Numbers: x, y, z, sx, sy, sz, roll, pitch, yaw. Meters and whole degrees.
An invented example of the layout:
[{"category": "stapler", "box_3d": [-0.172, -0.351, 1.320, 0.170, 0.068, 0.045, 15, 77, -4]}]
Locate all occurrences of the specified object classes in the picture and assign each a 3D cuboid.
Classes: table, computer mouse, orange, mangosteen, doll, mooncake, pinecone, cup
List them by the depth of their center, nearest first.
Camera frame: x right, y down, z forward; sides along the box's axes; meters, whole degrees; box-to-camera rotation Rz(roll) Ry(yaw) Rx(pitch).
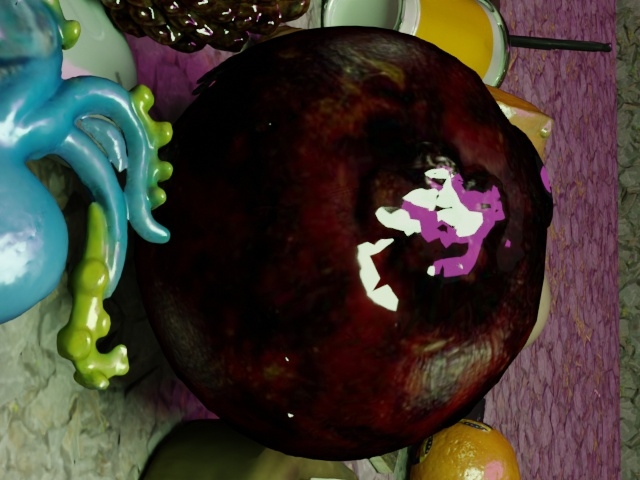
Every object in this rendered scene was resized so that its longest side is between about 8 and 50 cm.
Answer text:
[{"category": "doll", "box_3d": [-0.265, -0.072, 0.799, 0.346, 0.099, 0.341, 11, 69, -37]}, {"category": "computer mouse", "box_3d": [-0.217, -0.169, 0.974, 0.128, 0.079, 0.231, -47, 124, -60]}, {"category": "pinecone", "box_3d": [-0.105, -0.303, 1.019, 0.292, 0.246, 0.246, -104, 174, -60]}, {"category": "mangosteen", "box_3d": [0.021, -0.009, 1.034, 0.421, 0.381, 0.381, -106, -174, -78]}, {"category": "mooncake", "box_3d": [-0.058, 0.319, 1.127, 0.284, 0.155, 0.284, -4, 90, -66]}, {"category": "cup", "box_3d": [0.132, -0.279, 1.577, 0.279, 0.196, 0.196, 12, 76, -54]}, {"category": "orange", "box_3d": [0.212, 0.348, 1.656, 0.177, 0.155, 0.177, 14, 90, -68]}, {"category": "table", "box_3d": [0.386, -0.441, 2.019, 0.317, 0.249, 0.317, 17, 71, -62]}]

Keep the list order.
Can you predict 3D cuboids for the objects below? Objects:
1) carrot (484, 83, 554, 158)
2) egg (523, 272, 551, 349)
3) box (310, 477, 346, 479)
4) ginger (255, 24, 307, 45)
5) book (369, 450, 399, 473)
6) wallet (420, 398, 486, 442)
[{"category": "carrot", "box_3d": [0.162, -0.040, 1.468, 0.224, 0.224, 0.341, -15, 126, -63]}, {"category": "egg", "box_3d": [0.255, 0.075, 1.752, 0.242, 0.186, 0.186, 54, 40, -34]}, {"category": "box", "box_3d": [0.038, 0.294, 1.120, 0.198, 0.029, 0.109, 31, 59, -61]}, {"category": "ginger", "box_3d": [0.019, -0.097, 1.339, 0.165, 0.172, 0.321, -179, -99, -77]}, {"category": "book", "box_3d": [0.087, 0.185, 1.582, 0.160, 0.024, 0.228, 58, 38, -40]}, {"category": "wallet", "box_3d": [0.209, 0.279, 1.805, 0.285, 0.030, 0.146, 45, 52, -55]}]
